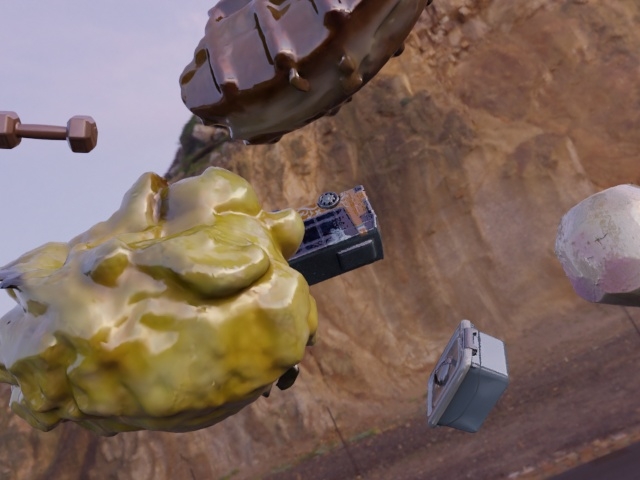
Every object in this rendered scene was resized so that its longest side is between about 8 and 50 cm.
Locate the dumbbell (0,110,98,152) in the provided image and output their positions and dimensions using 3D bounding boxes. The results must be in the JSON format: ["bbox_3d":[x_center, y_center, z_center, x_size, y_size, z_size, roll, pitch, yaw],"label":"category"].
[{"bbox_3d":[-0.638,-0.250,1.361,0.231,0.082,0.092,2,-39,-6],"label":"dumbbell"}]

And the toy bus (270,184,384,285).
[{"bbox_3d":[0.000,0.000,1.579,0.324,0.194,0.162,-20,-40,-1],"label":"toy bus"}]

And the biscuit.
[{"bbox_3d":[-0.017,-0.275,0.580,0.268,0.366,0.115,-25,-34,21],"label":"biscuit"}]

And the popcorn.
[{"bbox_3d":[-0.137,0.061,0.508,0.286,0.215,0.252,-8,27,29],"label":"popcorn"}]

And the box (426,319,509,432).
[{"bbox_3d":[0.314,0.304,1.294,0.162,0.130,0.227,-70,0,-57],"label":"box"}]

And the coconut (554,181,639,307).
[{"bbox_3d":[0.578,0.024,1.121,0.227,0.230,0.227,-19,-18,-6],"label":"coconut"}]
